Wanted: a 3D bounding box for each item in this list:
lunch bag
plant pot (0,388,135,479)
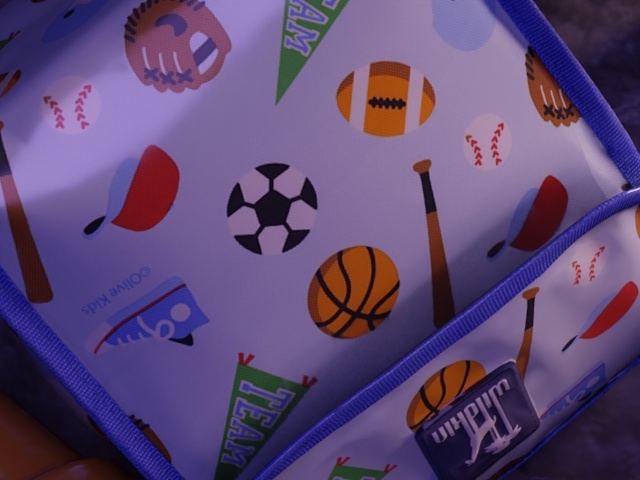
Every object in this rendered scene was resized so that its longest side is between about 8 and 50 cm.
[{"bbox_3d":[0.000,0.000,1.071,0.328,0.239,0.385,-39,115,-5],"label":"lunch bag"},{"bbox_3d":[-0.218,0.158,1.089,0.205,0.205,0.188,-41,76,-5],"label":"plant pot"}]
